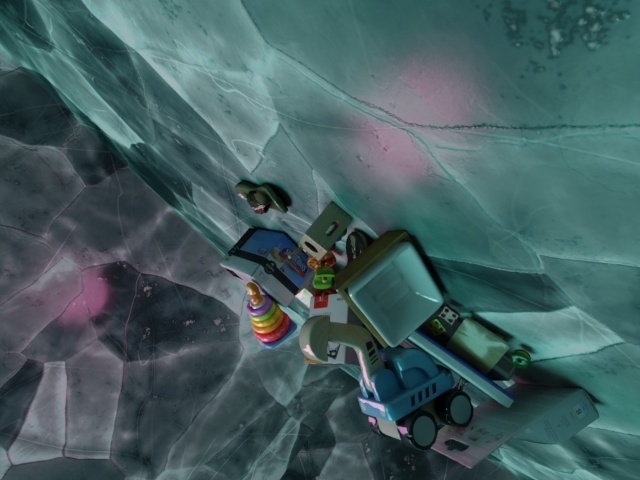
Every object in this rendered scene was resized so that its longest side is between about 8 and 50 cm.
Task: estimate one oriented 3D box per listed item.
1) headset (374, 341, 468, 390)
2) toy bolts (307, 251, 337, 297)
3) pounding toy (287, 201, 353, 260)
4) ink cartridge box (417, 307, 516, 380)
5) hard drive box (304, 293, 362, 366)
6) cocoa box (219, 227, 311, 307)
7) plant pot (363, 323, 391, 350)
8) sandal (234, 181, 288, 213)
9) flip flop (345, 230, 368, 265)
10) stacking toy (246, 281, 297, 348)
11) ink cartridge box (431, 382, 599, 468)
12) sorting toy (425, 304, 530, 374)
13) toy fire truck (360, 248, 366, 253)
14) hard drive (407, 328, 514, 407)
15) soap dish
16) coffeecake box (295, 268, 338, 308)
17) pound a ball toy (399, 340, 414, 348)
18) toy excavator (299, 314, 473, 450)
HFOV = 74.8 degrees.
[{"bbox_3d":[0.378,0.505,1.658,0.394,0.185,0.243,30,-161,4],"label":"headset"},{"bbox_3d":[0.048,0.116,1.533,0.219,0.158,0.228,3,144,-14],"label":"toy bolts"},{"bbox_3d":[-0.007,0.008,1.249,0.094,0.181,0.206,39,162,1],"label":"pounding toy"},{"bbox_3d":[0.443,0.345,1.371,0.296,0.066,0.261,37,162,8],"label":"ink cartridge box"},{"bbox_3d":[0.047,0.306,1.423,0.181,0.232,0.089,-15,150,40],"label":"hard drive box"},{"bbox_3d":[-0.237,0.106,1.844,0.231,0.228,0.347,47,160,-29],"label":"cocoa box"},{"bbox_3d":[0.169,0.309,1.570,0.212,0.236,0.236,32,162,42],"label":"plant pot"},{"bbox_3d":[-0.215,-0.134,1.461,0.303,0.086,0.120,16,151,50],"label":"sandal"},{"bbox_3d":[0.128,0.079,1.301,0.112,0.080,0.277,43,147,41],"label":"flip flop"},{"bbox_3d":[-0.236,0.284,1.714,0.175,0.166,0.301,32,151,47],"label":"stacking toy"},{"bbox_3d":[0.522,0.540,1.188,0.091,0.385,0.308,62,165,9],"label":"ink cartridge box"},{"bbox_3d":[0.439,0.285,1.189,0.275,0.046,0.132,34,128,20],"label":"sorting toy"},{"bbox_3d":[0.185,0.098,1.232,0.192,0.135,0.047,9,-151,-30],"label":"toy fire truck"},{"bbox_3d":[0.407,0.374,1.271,0.319,0.040,0.210,34,175,13],"label":"hard drive"},{"bbox_3d":[0.186,0.131,1.131,0.290,0.229,0.118,52,175,-35],"label":"soap dish"},{"bbox_3d":[0.000,0.197,1.677,0.142,0.185,0.068,42,126,-7],"label":"coffeecake box"},{"bbox_3d":[0.313,0.494,1.862,0.319,0.135,0.208,30,160,24],"label":"pound a ball toy"},{"bbox_3d":[0.184,0.393,1.266,0.222,0.433,0.444,-27,80,62],"label":"toy excavator"}]
